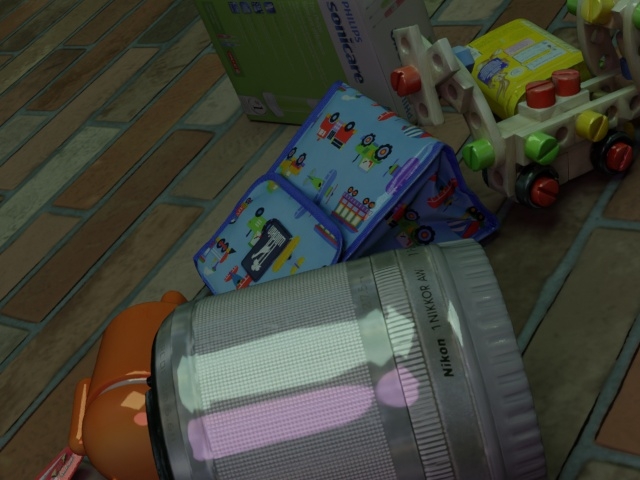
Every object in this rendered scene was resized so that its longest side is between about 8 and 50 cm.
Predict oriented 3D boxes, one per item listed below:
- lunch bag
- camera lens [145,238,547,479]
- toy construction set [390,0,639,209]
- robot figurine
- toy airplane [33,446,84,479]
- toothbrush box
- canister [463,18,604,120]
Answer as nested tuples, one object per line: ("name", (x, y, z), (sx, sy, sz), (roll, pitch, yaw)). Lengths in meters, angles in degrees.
("lunch bag", (0.000, 0.000, 1.127), (0.293, 0.138, 0.221), (-44, 38, -5))
("camera lens", (0.016, 0.130, 0.826), (0.274, 0.219, 0.219), (-14, 36, 3))
("toy construction set", (0.237, -0.162, 1.073), (0.327, 0.215, 0.151), (-15, 30, -10))
("robot figurine", (-0.158, 0.148, 1.006), (0.158, 0.128, 0.219), (8, 37, -6))
("toy airplane", (-0.258, 0.265, 0.998), (0.151, 0.028, 0.151), (-17, 37, 13))
("toothbrush box", (-0.001, -0.261, 1.370), (0.283, 0.206, 0.122), (12, 48, 42))
("canister", (0.246, -0.195, 1.249), (0.126, 0.073, 0.170), (-28, 34, -4))
